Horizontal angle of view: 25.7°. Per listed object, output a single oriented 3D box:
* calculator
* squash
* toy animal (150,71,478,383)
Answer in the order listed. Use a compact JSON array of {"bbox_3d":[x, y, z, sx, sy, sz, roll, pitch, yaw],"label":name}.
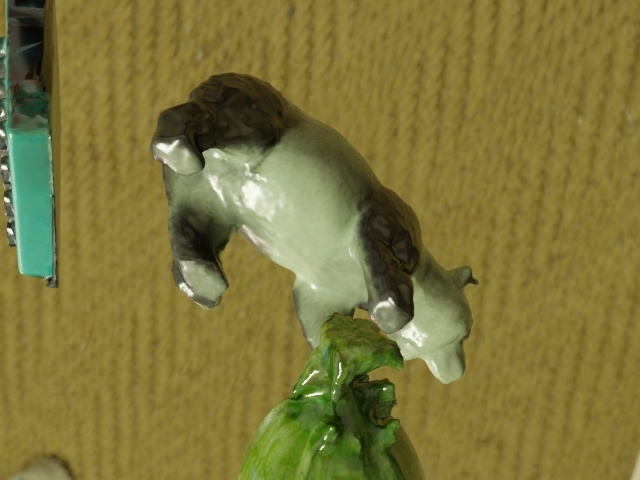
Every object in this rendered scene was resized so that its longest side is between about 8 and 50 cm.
[{"bbox_3d":[-0.298,-0.118,1.441,0.058,0.274,0.248,-2,142,-9],"label":"calculator"},{"bbox_3d":[-0.009,0.197,0.637,0.101,0.101,0.378,11,118,6],"label":"squash"},{"bbox_3d":[0.000,0.000,0.785,0.225,0.121,0.094,37,128,-6],"label":"toy animal"}]
